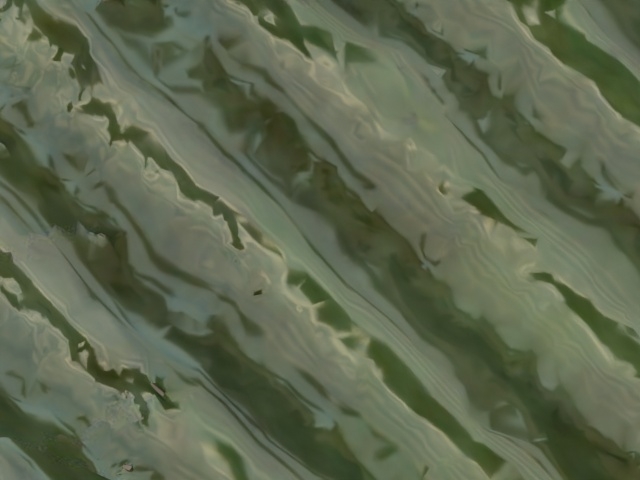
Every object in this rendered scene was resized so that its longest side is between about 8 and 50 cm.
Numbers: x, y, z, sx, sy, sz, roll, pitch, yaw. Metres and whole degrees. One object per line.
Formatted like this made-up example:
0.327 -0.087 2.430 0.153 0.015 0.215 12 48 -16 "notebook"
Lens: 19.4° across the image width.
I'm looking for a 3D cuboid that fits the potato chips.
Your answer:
-0.008 -0.001 0.489 0.097 0.389 0.373 -169 -83 -78 "potato chips"
